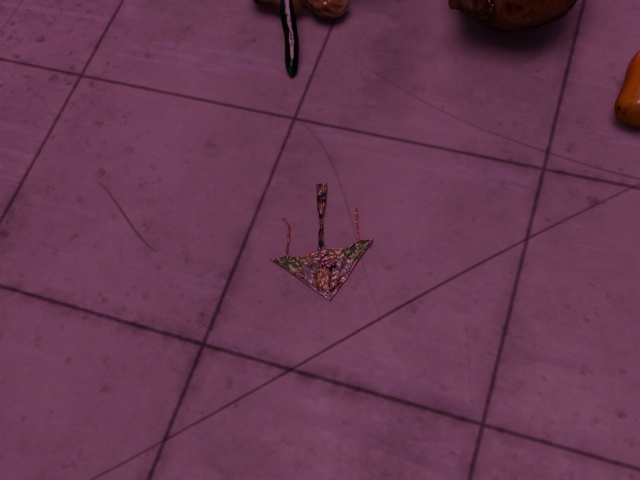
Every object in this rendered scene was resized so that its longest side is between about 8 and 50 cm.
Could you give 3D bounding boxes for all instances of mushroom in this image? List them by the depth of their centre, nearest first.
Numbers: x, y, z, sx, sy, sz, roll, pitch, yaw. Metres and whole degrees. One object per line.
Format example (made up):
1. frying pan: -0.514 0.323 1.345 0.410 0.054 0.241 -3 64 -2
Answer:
1. mushroom: 0.383 -0.517 1.556 0.283 0.195 0.263 -16 53 -19

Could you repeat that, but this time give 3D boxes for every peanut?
1. peanut: -0.046 -0.533 1.688 0.227 0.085 0.104 12 78 12

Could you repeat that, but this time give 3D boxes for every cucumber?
1. cucumber: -0.063 -0.433 1.640 0.033 0.036 0.184 -10 83 34

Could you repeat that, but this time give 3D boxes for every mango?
1. mango: 0.626 -0.290 1.468 0.115 0.090 0.178 17 70 26

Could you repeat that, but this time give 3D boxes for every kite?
1. kite: 0.000 0.000 1.453 0.198 0.006 0.244 -8 63 4
